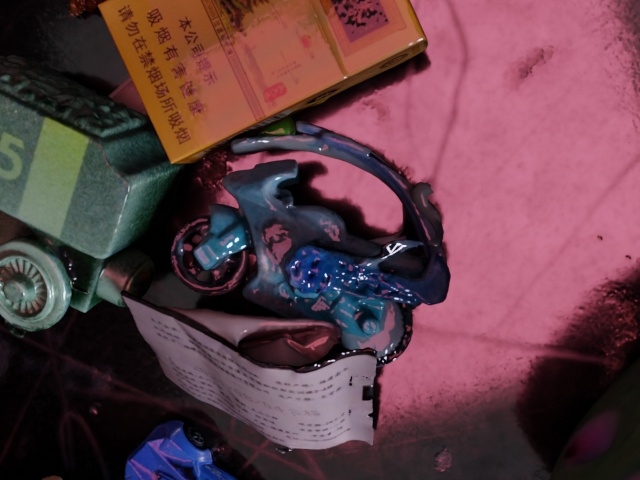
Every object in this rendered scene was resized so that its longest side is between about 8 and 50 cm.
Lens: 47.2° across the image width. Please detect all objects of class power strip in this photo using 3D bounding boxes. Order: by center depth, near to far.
[{"bbox_3d":[-0.192,-0.161,0.803,0.191,0.030,0.047,-37,88,11],"label":"power strip"}]

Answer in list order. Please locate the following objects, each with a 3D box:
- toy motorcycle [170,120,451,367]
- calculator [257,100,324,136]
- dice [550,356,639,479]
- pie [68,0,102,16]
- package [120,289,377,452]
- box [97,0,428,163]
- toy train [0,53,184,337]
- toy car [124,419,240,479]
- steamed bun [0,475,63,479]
[{"bbox_3d":[0.000,0.000,0.730,0.260,0.154,0.206,27,89,0],"label":"toy motorcycle"},{"bbox_3d":[-0.040,-0.220,0.771,0.146,0.032,0.234,12,96,8],"label":"calculator"},{"bbox_3d":[0.406,0.245,0.593,0.318,0.330,0.322,42,99,2],"label":"dice"},{"bbox_3d":[-0.200,-0.310,0.790,0.191,0.033,0.088,-14,89,11],"label":"pie"},{"bbox_3d":[-0.068,0.139,0.736,0.251,0.203,0.062,12,53,11],"label":"package"},{"bbox_3d":[-0.055,-0.210,0.719,0.274,0.076,0.174,-24,93,11],"label":"box"},{"bbox_3d":[-0.298,-0.052,0.752,0.299,0.167,0.238,25,110,6],"label":"toy train"},{"bbox_3d":[-0.130,0.301,0.823,0.216,0.063,0.103,44,100,3],"label":"toy car"},{"bbox_3d":[-0.330,0.403,0.835,0.292,0.137,0.295,-29,96,10],"label":"steamed bun"}]
